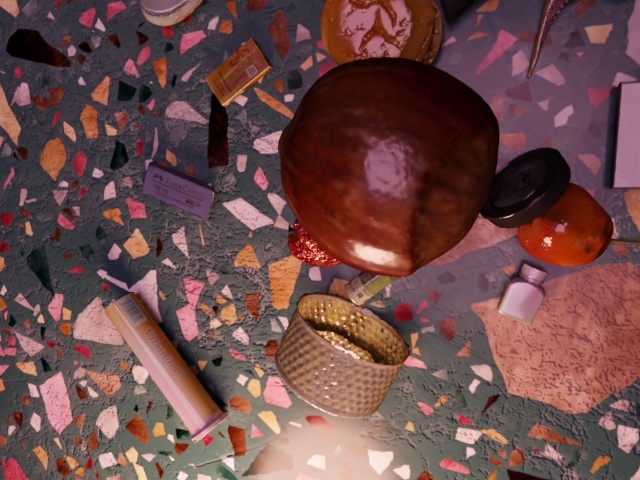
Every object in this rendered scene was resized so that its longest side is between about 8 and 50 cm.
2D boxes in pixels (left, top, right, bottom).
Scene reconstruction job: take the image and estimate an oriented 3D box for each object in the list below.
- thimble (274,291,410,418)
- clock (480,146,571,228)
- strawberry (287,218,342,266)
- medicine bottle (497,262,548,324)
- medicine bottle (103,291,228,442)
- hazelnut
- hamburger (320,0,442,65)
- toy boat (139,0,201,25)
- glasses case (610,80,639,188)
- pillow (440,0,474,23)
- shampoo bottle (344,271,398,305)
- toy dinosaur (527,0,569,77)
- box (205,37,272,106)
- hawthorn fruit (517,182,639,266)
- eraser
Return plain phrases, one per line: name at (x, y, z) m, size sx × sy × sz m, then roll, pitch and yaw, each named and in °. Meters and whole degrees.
thimble at (0.042, 0.243, 1.058) m, size 0.271 × 0.271 × 0.149 m, roll 28°, pitch 105°, yaw 12°
clock at (0.399, -0.102, 0.955) m, size 0.040 × 0.184 × 0.184 m, roll 41°, pitch 108°, yaw -19°
strawberry at (-0.005, 0.002, 1.120) m, size 0.131 × 0.131 × 0.148 m, roll -46°, pitch 74°, yaw 17°
medicine bottle at (0.434, 0.110, 1.031) m, size 0.074 × 0.055 × 0.117 m, roll 22°, pitch 104°, yaw 14°
medicine bottle at (-0.415, 0.330, 1.299) m, size 0.108 × 0.108 × 0.426 m, roll -41°, pitch 82°, yaw 17°
hazelnut at (0.119, -0.140, 0.937) m, size 0.421 × 0.352 × 0.420 m, roll 13°, pitch 125°, yaw 20°
hamburger at (0.126, -0.432, 1.005) m, size 0.245 × 0.163 × 0.244 m, roll 2°, pitch 96°, yaw 15°
toy boat at (-0.351, -0.615, 1.188) m, size 0.134 × 0.079 × 0.207 m, roll 45°, pitch 96°, yaw 0°
glasses case at (0.612, -0.203, 0.943) m, size 0.071 × 0.047 × 0.204 m, roll 3°, pitch 98°, yaw 21°
pillow at (0.278, -0.596, 0.968) m, size 0.186 × 0.106 × 0.249 m, roll -31°, pitch 84°, yaw 33°
shampoo bottle at (0.150, 0.069, 1.108) m, size 0.205 × 0.065 × 0.065 m, roll -38°, pitch 85°, yaw 18°
toy dinosaur at (0.475, -0.480, 0.943) m, size 0.251 × 0.072 × 0.199 m, roll -33°, pitch 94°, yaw 10°
box at (-0.200, -0.409, 1.182) m, size 0.156 × 0.022 × 0.089 m, roll -35°, pitch 87°, yaw 18°
hawthorn fruit at (0.540, -0.012, 0.964) m, size 0.286 × 0.165 × 0.165 m, roll 15°, pitch 102°, yaw -9°
eraser at (-0.371, -0.132, 1.261) m, size 0.225 × 0.036 × 0.081 m, roll 23°, pitch 105°, yaw 13°
